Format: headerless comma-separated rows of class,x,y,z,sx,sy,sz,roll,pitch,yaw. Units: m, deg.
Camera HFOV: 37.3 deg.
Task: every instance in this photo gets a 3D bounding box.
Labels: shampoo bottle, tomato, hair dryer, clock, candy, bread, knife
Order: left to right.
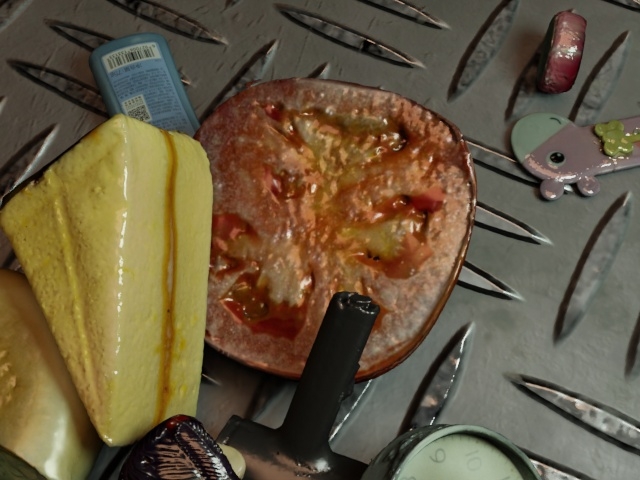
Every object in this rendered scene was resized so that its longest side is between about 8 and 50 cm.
bread,-0.359,0.176,0.899,0.333,0.160,0.333,1,58,-2
shampoo bottle,-0.198,-0.138,1.144,0.104,0.061,0.258,-18,61,-12
bread,-0.154,0.037,0.890,0.163,0.168,0.264,-34,74,18
clock,-0.101,0.263,0.836,0.195,0.194,0.100,44,39,12
hair dryer,0.003,0.165,0.884,0.197,0.251,0.089,19,19,9
tomato,0.005,-0.003,1.006,0.338,0.144,0.338,-4,78,17
clock,0.123,0.276,0.843,0.226,0.049,0.226,8,75,-32
candy,0.302,-0.235,1.187,0.043,0.103,0.103,11,60,5
knife,0.433,-0.135,1.169,0.399,0.038,0.132,-11,63,-8
